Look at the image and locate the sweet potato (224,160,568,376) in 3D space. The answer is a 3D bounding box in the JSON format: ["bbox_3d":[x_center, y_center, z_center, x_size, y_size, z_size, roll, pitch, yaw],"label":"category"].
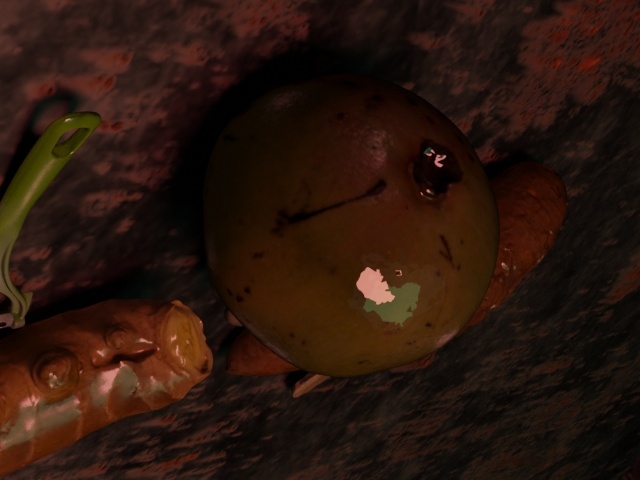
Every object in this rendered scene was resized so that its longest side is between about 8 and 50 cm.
[{"bbox_3d":[0.087,0.031,0.978,0.341,0.114,0.092,-29,116,-27],"label":"sweet potato"}]

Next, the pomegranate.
[{"bbox_3d":[0.011,0.007,0.757,0.179,0.179,0.210,-25,150,-33],"label":"pomegranate"}]

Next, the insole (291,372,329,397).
[{"bbox_3d":[0.079,0.066,1.089,0.248,0.011,0.081,-33,168,-7],"label":"insole"}]

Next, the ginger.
[{"bbox_3d":[-0.167,0.088,0.742,0.205,0.081,0.115,-33,140,-6],"label":"ginger"}]

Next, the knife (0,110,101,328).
[{"bbox_3d":[-0.162,-0.008,0.664,0.078,0.022,0.166,-17,147,-53],"label":"knife"}]
